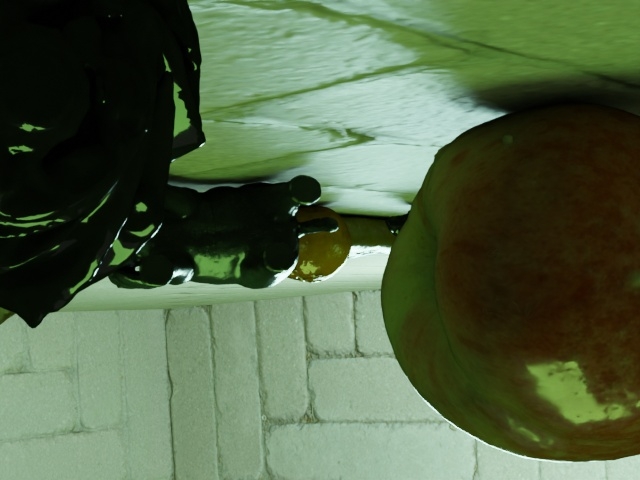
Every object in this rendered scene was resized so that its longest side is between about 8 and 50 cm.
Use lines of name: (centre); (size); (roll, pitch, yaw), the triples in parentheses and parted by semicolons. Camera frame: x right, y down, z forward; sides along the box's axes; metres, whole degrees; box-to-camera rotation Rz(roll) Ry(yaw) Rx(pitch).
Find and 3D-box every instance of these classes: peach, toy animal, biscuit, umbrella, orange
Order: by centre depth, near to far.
umbrella: (-0.136, -0.028, 0.471); (0.118, 0.118, 0.340); (-2, 175, -26)
peach: (0.156, 0.025, 0.742); (0.233, 0.232, 0.232); (-4, 175, 0)
toy animal: (-0.121, -0.002, 0.947); (0.270, 0.082, 0.137); (-4, 175, -9)
orange: (-0.012, 0.004, 1.183); (0.083, 0.070, 0.083); (0, 173, 0)
biscuit: (0.000, 0.000, 1.363); (0.174, 0.039, 0.183); (-4, 176, 33)

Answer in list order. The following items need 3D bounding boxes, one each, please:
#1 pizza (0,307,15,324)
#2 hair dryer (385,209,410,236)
pizza: (-0.441, 0.085, 1.322); (0.289, 0.081, 0.228); (-4, -140, 37)
hair dryer: (0.183, 0.009, 1.317); (0.189, 0.107, 0.352); (-10, 167, 34)
